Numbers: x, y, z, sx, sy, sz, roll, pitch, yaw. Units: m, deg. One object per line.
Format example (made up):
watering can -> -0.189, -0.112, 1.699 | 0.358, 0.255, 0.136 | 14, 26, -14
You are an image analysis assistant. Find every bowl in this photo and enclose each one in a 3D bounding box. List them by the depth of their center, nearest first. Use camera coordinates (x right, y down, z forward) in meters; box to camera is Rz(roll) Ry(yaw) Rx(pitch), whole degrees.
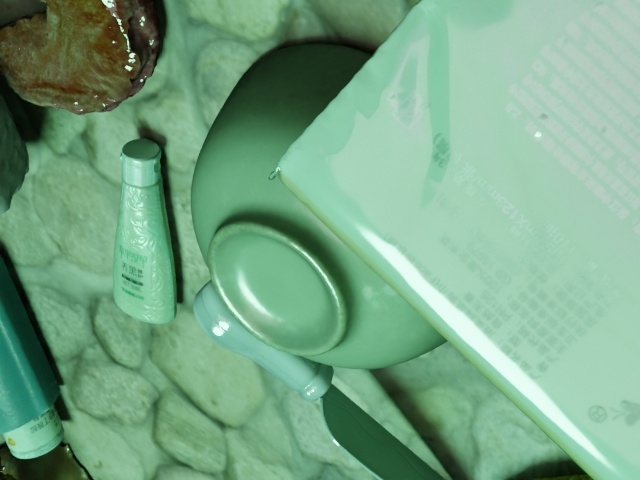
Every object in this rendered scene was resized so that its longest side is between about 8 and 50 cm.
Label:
bowl -> 0.000, 0.000, 1.414 | 0.289, 0.146, 0.289 | 21, 133, 24

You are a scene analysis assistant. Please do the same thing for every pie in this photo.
pie -> -0.230, -0.204, 1.505 | 0.204, 0.054, 0.218 | 0, 122, 39

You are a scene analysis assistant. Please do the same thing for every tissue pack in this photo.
tissue pack -> 0.231, -0.035, 1.107 | 0.405, 0.205, 0.332 | 43, 117, 3

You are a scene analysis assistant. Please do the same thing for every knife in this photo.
knife -> 0.018, 0.153, 1.542 | 0.331, 0.080, 0.044 | 43, 117, -8

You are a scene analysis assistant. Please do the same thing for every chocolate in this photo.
chocolate -> -0.351, 0.317, 1.985 | 0.161, 0.083, 0.261 | 51, 137, -8

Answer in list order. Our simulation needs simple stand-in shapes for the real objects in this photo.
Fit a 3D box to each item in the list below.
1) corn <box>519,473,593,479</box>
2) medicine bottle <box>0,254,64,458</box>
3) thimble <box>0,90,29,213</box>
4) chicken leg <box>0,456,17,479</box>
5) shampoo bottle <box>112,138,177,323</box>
corn -> 0.232, 0.241, 1.458 | 0.262, 0.097, 0.097 | -3, 119, 46
medicine bottle -> -0.354, 0.111, 1.824 | 0.124, 0.079, 0.258 | -11, 117, 20
thimble -> -0.388, -0.083, 1.600 | 0.245, 0.217, 0.157 | 38, 152, 63
chicken leg -> -0.382, 0.228, 1.899 | 0.251, 0.087, 0.107 | 44, 149, 30
shampoo bottle -> -0.163, -0.008, 1.614 | 0.069, 0.041, 0.190 | 28, 135, 26
